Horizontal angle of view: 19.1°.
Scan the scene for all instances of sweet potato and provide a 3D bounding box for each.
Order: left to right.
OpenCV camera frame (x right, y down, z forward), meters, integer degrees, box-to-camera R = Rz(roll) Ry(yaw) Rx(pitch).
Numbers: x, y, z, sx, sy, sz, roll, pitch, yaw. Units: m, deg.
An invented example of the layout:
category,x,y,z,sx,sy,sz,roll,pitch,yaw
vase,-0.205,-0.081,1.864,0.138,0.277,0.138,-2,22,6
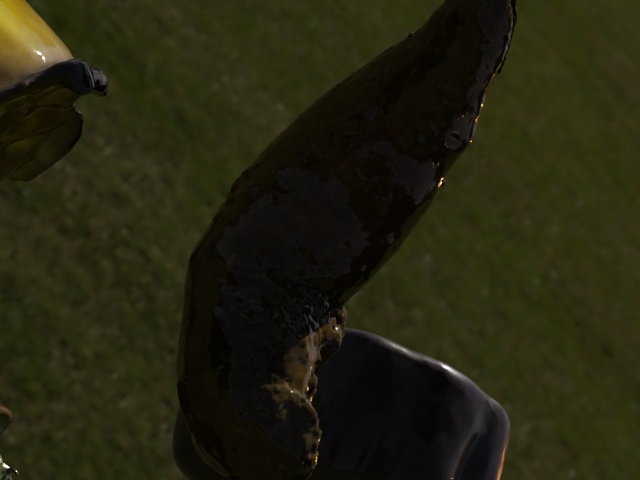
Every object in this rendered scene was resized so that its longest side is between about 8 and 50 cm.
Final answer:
category,x,y,z,sx,sy,sz,roll,pitch,yaw
sweet potato,-0.003,0.001,0.969,0.098,0.310,0.124,33,-5,-37

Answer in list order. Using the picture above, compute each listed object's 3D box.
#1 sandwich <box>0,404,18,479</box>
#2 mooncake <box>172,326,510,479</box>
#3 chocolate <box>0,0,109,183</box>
category,x,y,z,sx,sy,sz,roll,pitch,yaw
sandwich,-0.300,0.138,1.171,0.128,0.122,0.236,14,1,28
mooncake,0.013,0.179,1.706,0.306,0.306,0.154,38,64,-38
chocolate,-0.281,-0.182,0.789,0.445,0.162,0.162,50,16,5
